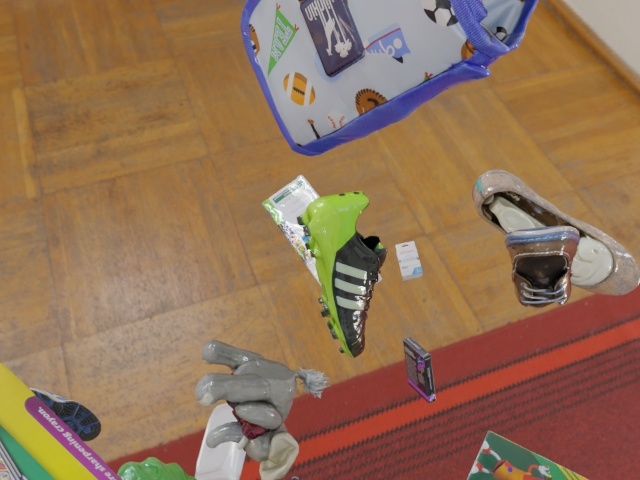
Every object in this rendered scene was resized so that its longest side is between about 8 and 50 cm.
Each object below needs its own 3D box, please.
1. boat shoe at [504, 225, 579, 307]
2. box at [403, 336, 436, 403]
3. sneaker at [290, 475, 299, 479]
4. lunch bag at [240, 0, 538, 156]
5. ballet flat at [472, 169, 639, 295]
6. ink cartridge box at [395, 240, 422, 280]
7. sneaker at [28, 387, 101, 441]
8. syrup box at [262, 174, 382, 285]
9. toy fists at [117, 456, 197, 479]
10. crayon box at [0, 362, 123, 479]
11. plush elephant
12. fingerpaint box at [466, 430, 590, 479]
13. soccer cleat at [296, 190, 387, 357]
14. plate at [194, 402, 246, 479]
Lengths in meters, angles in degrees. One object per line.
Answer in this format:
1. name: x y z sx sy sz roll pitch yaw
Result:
1. boat shoe: 0.220 0.031 0.585 0.066 0.183 0.066 -5 76 21
2. box: 0.288 0.376 1.735 0.029 0.162 0.116 -19 24 -17
3. sneaker: -0.059 0.651 1.295 0.153 0.101 0.268 -21 92 -10
4. lunch bag: 0.073 -0.320 0.703 0.239 0.328 0.385 14 71 -34
5. ballet flat: 0.377 0.005 0.966 0.316 0.107 0.106 33 27 4
6. ink cartridge box: 0.208 0.048 1.406 0.048 0.028 0.083 -11 64 3
7. sneaker: -0.601 0.391 1.372 0.211 0.081 0.080 34 75 -15
8. syrup box: 0.000 0.000 1.057 0.093 0.096 0.237 -36 51 -2
9. toy fists: -0.289 0.375 0.817 0.279 0.096 0.142 6 24 -32
10. crayon box: -0.233 0.255 0.351 0.363 0.106 0.313 36 17 16
11. plush elephant: -0.163 0.417 1.436 0.330 0.255 0.272 12 11 -18
12. fingerpaint box: 0.582 0.731 1.595 0.371 0.444 0.163 22 62 24
13. soccer cleat: 0.031 0.037 0.564 0.073 0.178 0.060 -17 31 -8
14. plate: -0.297 0.605 1.814 0.045 0.278 0.277 30 52 -24
